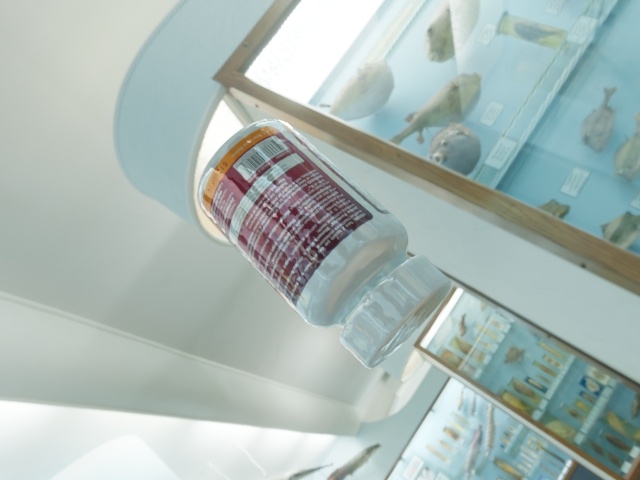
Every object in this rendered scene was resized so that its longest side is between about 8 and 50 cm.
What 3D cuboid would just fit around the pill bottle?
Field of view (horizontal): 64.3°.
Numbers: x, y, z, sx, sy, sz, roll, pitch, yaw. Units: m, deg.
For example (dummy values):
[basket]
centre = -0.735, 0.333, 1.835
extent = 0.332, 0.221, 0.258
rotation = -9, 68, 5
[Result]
[pill bottle]
centre = 0.000, 0.000, 0.458
extent = 0.121, 0.221, 0.121
rotation = -39, -22, -18
